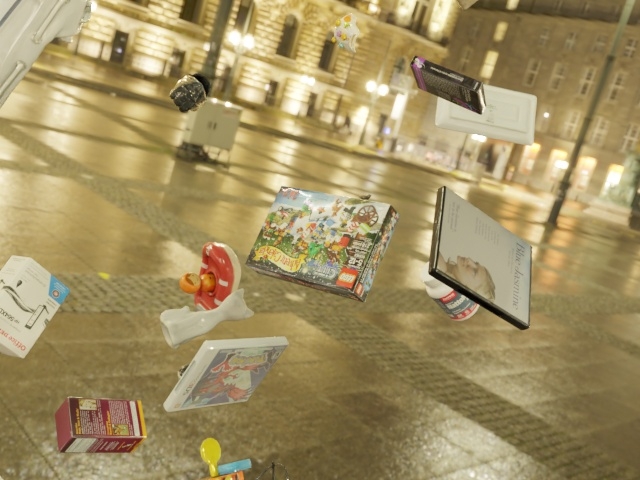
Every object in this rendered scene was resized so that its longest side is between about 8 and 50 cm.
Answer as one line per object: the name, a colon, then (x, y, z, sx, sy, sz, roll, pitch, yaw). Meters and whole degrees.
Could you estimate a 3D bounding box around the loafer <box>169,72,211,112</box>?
loafer: (-0.272, -0.324, 1.508, 0.076, 0.078, 0.223, 56, 5, -16)

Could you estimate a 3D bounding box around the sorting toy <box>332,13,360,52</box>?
sorting toy: (0.067, -0.474, 1.617, 0.045, 0.083, 0.075, -10, 41, -30)

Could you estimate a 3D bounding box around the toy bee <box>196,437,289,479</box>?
toy bee: (-0.208, 0.496, 1.417, 0.162, 0.298, 0.195, -2, 51, -31)

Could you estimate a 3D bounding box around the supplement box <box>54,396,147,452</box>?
supplement box: (-0.520, 0.439, 1.648, 0.188, 0.081, 0.104, 14, 40, -39)

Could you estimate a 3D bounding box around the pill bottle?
pill bottle: (0.367, 0.139, 1.992, 0.180, 0.108, 0.108, 45, -3, -27)

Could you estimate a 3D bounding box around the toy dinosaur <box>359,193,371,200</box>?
toy dinosaur: (0.089, -0.018, 1.702, 0.121, 0.160, 0.313, -13, 16, -8)

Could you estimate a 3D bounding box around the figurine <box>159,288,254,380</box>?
figurine: (-0.231, 0.231, 1.570, 0.209, 0.215, 0.092, -19, 4, -24)

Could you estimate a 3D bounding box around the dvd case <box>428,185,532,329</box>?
dvd case: (0.295, 0.034, 1.254, 0.253, 0.180, 0.022, 30, -35, -28)

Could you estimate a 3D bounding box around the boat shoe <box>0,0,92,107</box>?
boat shoe: (-0.253, -0.216, 0.626, 0.084, 0.258, 0.095, 41, 4, -41)

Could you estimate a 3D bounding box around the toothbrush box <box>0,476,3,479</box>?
toothbrush box: (-0.661, 0.639, 1.332, 0.216, 0.295, 0.126, -26, 11, -32)

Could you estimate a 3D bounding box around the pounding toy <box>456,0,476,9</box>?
pounding toy: (0.344, -0.579, 1.409, 0.094, 0.206, 0.181, 37, 25, -43)

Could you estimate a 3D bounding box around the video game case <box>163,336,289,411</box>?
video game case: (-0.181, 0.259, 1.350, 0.201, 0.183, 0.023, 4, 39, -46)

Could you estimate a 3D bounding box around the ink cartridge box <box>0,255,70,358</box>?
ink cartridge box: (-0.730, 0.161, 1.675, 0.086, 0.203, 0.148, 3, -35, 35)

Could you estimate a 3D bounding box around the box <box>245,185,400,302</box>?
box: (0.000, 0.000, 1.168, 0.233, 0.159, 0.044, 12, -20, 36)

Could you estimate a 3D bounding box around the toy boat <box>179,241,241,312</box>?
toy boat: (-0.322, 0.117, 1.944, 0.151, 0.231, 0.151, 2, 21, -39)

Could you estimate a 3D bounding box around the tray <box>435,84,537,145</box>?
tray: (0.435, -0.339, 1.796, 0.270, 0.145, 0.030, 10, -12, -8)

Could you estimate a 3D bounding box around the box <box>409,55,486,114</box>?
box: (0.274, -0.331, 1.484, 0.162, 0.029, 0.116, 30, -3, 21)
